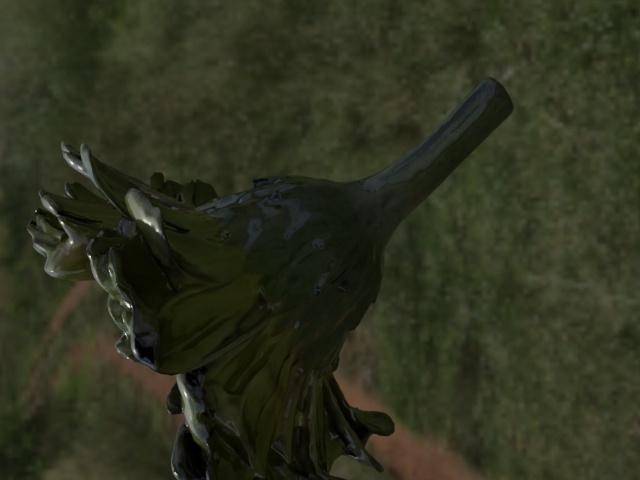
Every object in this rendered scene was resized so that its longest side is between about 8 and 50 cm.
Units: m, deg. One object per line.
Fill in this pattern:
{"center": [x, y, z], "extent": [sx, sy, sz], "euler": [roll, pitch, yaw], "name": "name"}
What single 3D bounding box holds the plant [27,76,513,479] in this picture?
{"center": [-0.013, 0.046, 0.917], "extent": [0.306, 0.296, 0.261], "euler": [58, -155, -86], "name": "plant"}
